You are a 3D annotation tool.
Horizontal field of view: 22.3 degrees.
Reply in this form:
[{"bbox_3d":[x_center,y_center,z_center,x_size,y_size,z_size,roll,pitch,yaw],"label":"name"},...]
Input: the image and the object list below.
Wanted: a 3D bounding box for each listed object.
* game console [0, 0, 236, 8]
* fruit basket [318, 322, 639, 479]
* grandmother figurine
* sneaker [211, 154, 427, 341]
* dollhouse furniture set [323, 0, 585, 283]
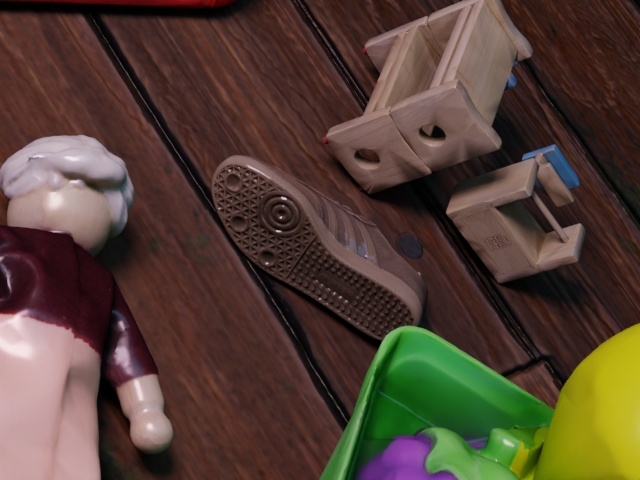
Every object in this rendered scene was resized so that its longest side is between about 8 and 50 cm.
[{"bbox_3d":[-0.247,-0.327,1.265,0.386,0.060,0.342,-3,56,-36],"label":"game console"},{"bbox_3d":[0.180,0.194,0.954,0.392,0.392,0.283,33,42,-10],"label":"fruit basket"},{"bbox_3d":[-0.179,0.066,1.002,0.208,0.104,0.342,45,35,-38],"label":"grandmother figurine"},{"bbox_3d":[0.000,0.000,1.196,0.188,0.066,0.071,42,29,-8],"label":"sneaker"},{"bbox_3d":[0.117,-0.073,1.292,0.183,0.129,0.129,51,40,-27],"label":"dollhouse furniture set"}]
